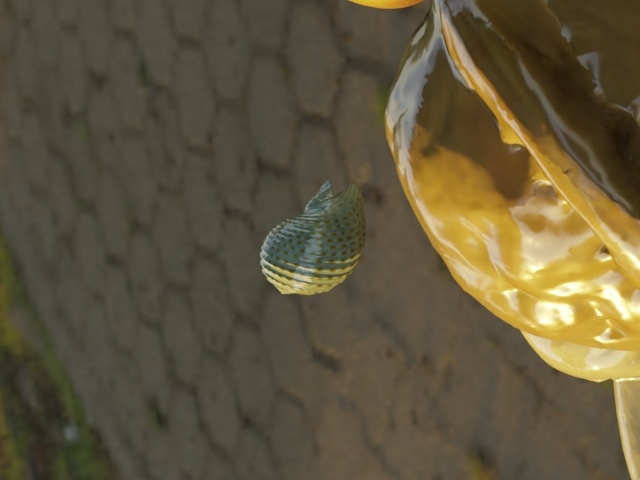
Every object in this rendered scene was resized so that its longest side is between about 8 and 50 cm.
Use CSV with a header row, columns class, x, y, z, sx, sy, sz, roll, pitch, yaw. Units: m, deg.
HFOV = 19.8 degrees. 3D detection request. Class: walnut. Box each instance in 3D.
class,x,y,z,sx,sy,sz,roll,pitch,yaw
walnut,0.232,-0.096,1.360,0.383,0.384,0.383,34,128,57

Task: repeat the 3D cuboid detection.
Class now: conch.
class,x,y,z,sx,sy,sz,roll,pitch,yaw
conch,0.001,0.004,1.244,0.085,0.076,0.056,-42,68,30

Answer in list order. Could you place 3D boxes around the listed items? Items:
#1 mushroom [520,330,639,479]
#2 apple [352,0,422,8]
class,x,y,z,sx,sy,sz,roll,pitch,yaw
mushroom,0.362,0.114,2.028,0.314,0.314,0.336,7,104,64
apple,0.045,-0.274,1.500,0.163,0.147,0.146,-65,-19,-49
